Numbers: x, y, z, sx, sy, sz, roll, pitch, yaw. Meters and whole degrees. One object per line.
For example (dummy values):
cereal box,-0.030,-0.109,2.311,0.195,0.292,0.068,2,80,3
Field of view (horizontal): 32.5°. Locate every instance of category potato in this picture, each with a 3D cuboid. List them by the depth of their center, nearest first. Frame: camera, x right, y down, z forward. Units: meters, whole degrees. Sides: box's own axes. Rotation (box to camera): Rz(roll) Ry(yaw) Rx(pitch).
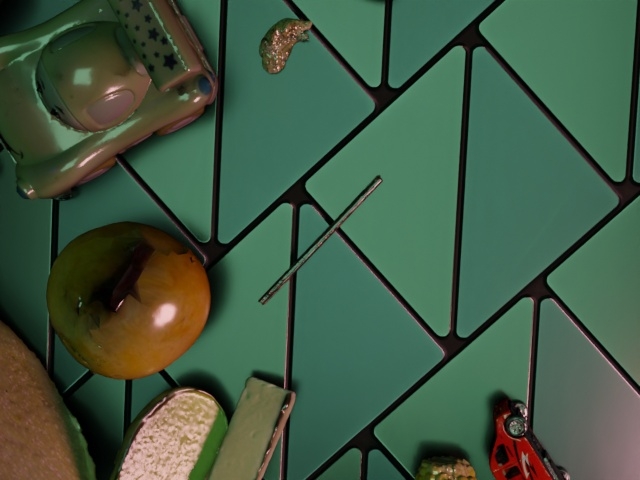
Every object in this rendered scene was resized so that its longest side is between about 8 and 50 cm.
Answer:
potato,-0.574,0.319,1.557,0.319,0.385,0.442,-42,80,17
potato,-0.246,0.349,1.655,0.160,0.111,0.271,25,75,-26

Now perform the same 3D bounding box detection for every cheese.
cheese,-0.145,0.394,1.612,0.085,0.034,0.400,16,71,17

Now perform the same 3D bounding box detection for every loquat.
loquat,-0.280,0.088,1.593,0.235,0.235,0.235,0,94,3

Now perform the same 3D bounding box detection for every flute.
flute,0.000,0.000,1.678,0.014,0.014,0.269,44,96,0

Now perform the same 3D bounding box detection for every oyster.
oyster,-0.053,-0.294,1.649,0.081,0.038,0.083,1,93,1

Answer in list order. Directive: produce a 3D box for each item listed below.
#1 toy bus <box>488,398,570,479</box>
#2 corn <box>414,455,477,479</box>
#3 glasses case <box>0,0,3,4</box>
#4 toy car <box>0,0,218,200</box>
toy bus,0.306,0.336,1.654,0.089,0.081,0.195,-31,93,14
corn,0.192,0.500,1.647,0.130,0.130,0.346,0,90,3
glasses case,-0.628,-0.310,1.630,0.173,0.141,0.371,41,95,-14
toy car,-0.336,-0.223,1.576,0.336,0.226,0.242,-29,92,3
